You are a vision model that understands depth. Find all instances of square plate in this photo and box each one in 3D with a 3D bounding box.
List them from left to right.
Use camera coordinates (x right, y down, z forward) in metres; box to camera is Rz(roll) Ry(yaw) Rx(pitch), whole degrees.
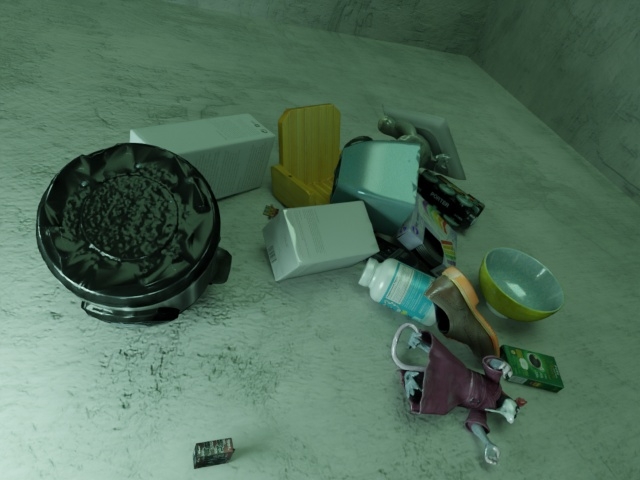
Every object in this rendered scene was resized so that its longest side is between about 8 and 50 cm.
[{"bbox_3d":[0.428,-0.406,1.982,0.049,0.344,0.347,-48,44,-11],"label":"square plate"}]

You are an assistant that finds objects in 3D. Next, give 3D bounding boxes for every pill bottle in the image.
[{"bbox_3d":[0.255,0.149,1.458,0.264,0.146,0.146,25,40,4],"label":"pill bottle"}]

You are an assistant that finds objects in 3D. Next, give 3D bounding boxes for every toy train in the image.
[{"bbox_3d":[0.527,-0.178,1.957,0.334,0.142,0.190,41,30,25],"label":"toy train"}]

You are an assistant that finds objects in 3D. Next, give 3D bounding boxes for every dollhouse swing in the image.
[{"bbox_3d":[0.032,-0.289,1.700,0.346,0.305,0.315,-20,47,-39],"label":"dollhouse swing"}]

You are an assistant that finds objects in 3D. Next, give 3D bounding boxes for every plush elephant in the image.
[{"bbox_3d":[0.308,-0.321,1.831,0.329,0.272,0.255,21,29,34],"label":"plush elephant"}]

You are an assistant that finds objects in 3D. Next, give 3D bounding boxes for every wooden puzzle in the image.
[{"bbox_3d":[-0.174,-0.101,1.644,0.049,0.006,0.083,19,40,-4],"label":"wooden puzzle"}]

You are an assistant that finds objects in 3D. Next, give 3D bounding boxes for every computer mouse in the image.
[{"bbox_3d":[0.213,0.049,1.616,0.272,0.072,0.188,34,40,30],"label":"computer mouse"}]

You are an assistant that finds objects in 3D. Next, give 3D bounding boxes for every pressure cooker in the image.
[{"bbox_3d":[-0.423,0.012,1.120,0.375,0.420,0.370,-36,86,-22],"label":"pressure cooker"}]

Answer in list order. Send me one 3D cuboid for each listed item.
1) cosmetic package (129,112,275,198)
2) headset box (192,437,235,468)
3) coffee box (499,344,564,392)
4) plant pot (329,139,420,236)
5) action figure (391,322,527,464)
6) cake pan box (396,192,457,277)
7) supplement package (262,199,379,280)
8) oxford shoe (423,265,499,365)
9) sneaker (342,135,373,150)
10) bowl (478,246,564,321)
[{"bbox_3d":[-0.383,-0.259,1.537,0.161,0.230,0.453,41,40,22],"label":"cosmetic package"},{"bbox_3d":[-0.222,0.446,0.983,0.083,0.062,0.032,2,45,-23],"label":"headset box"},{"bbox_3d":[0.649,0.396,1.447,0.184,0.040,0.113,14,41,-9],"label":"coffee box"},{"bbox_3d":[0.170,-0.188,1.581,0.252,0.248,0.247,11,66,-5],"label":"plant pot"},{"bbox_3d":[0.379,0.405,1.258,0.370,0.248,0.275,24,-3,-16],"label":"action figure"},{"bbox_3d":[0.389,-0.013,1.686,0.245,0.070,0.267,42,37,-13],"label":"cake pan box"},{"bbox_3d":[0.000,0.000,1.446,0.292,0.175,0.178,-8,74,-31],"label":"supplement package"},{"bbox_3d":[0.405,0.247,1.359,0.132,0.364,0.130,-35,21,-8],"label":"oxford shoe"},{"bbox_3d":[0.237,-0.375,2.059,0.286,0.109,0.130,3,49,-19],"label":"sneaker"},{"bbox_3d":[0.655,0.177,1.599,0.289,0.156,0.290,13,41,-11],"label":"bowl"}]
